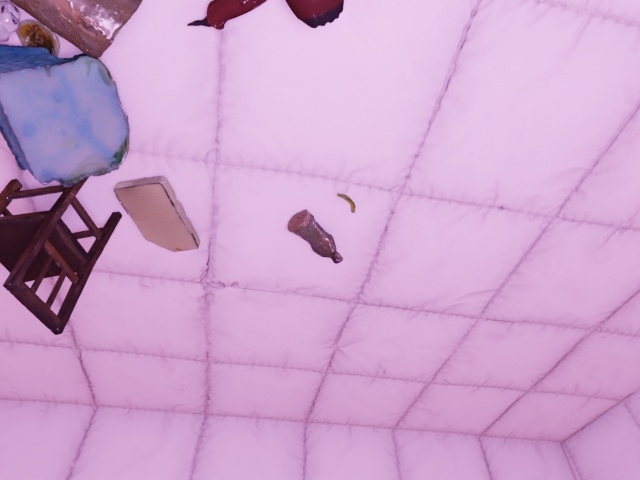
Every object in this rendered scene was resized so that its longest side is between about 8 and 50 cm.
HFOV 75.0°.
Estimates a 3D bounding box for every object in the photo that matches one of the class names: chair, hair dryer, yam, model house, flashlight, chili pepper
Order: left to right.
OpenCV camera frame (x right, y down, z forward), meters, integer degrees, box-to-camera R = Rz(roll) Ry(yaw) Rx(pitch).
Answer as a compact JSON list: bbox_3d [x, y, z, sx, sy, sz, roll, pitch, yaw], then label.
[{"bbox_3d":[-0.695,-0.424,0.834,0.200,0.093,0.047,-10,163,7],"label":"flashlight"},{"bbox_3d":[-0.702,0.024,1.022,0.240,0.416,0.203,-7,132,5],"label":"chair"},{"bbox_3d":[-0.602,-0.287,0.925,0.241,0.226,0.261,27,136,26],"label":"model house"},{"bbox_3d":[-0.477,-0.467,0.752,0.268,0.161,0.161,33,124,-27],"label":"yam"},{"bbox_3d":[-0.142,-0.517,0.773,0.340,0.123,0.313,-13,121,25],"label":"hair dryer"},{"bbox_3d":[0.078,-0.107,1.188,0.030,0.017,0.083,-23,130,21],"label":"chili pepper"}]

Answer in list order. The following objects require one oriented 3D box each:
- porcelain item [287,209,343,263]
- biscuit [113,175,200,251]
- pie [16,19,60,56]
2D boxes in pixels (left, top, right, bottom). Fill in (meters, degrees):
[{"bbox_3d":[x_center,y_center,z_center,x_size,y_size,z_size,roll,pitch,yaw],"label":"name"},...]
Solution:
[{"bbox_3d":[0.000,0.000,1.249,0.081,0.069,0.215,-33,124,21],"label":"porcelain item"},{"bbox_3d":[-0.456,-0.068,1.191,0.150,0.052,0.252,-8,131,11],"label":"biscuit"},{"bbox_3d":[-0.597,-0.424,0.883,0.085,0.017,0.085,-1,132,-1],"label":"pie"}]
